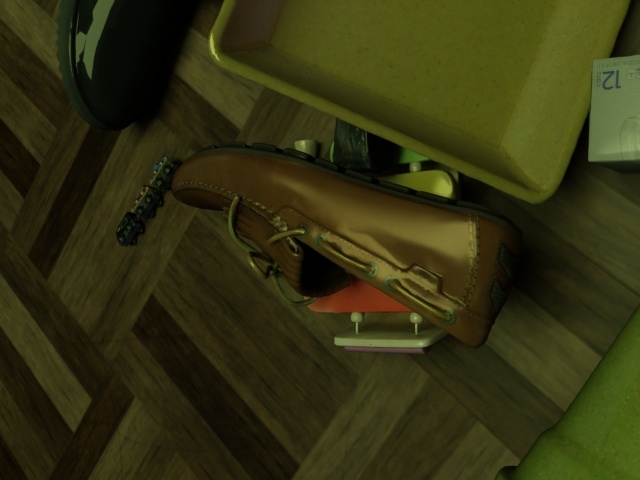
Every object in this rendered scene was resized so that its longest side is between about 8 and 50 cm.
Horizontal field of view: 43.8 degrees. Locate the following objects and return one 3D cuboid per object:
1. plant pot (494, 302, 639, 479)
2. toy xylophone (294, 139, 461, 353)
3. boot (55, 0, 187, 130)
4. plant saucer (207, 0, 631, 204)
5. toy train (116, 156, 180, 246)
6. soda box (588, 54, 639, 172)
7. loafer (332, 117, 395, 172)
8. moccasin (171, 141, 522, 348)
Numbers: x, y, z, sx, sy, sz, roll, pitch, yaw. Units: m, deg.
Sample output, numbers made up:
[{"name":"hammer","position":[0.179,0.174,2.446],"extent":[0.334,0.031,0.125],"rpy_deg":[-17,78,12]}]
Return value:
[{"name":"plant pot","position":[0.308,0.132,0.577],"extent":[0.276,0.276,0.253],"rpy_deg":[27,90,34]},{"name":"toy xylophone","position":[0.057,-0.035,0.857],"extent":[0.236,0.081,0.322],"rpy_deg":[-13,79,35]},{"name":"boot","position":[-0.115,-0.318,0.977],"extent":[0.445,0.146,0.366],"rpy_deg":[5,92,32]},{"name":"plant saucer","position":[0.108,-0.240,0.724],"extent":[0.333,0.081,0.332],"rpy_deg":[23,86,-9]},{"name":"toy train","position":[-0.241,-0.057,1.109],"extent":[0.158,0.027,0.036],"rpy_deg":[-52,50,22]},{"name":"soda box","position":[0.368,-0.104,0.628],"extent":[0.286,0.098,0.091],"rpy_deg":[2,88,35]},{"name":"loafer","position":[0.036,-0.151,0.794],"extent":[0.061,0.062,0.170],"rpy_deg":[-1,85,41]},{"name":"moccasin","position":[0.001,0.001,0.771],"extent":[0.380,0.139,0.146],"rpy_deg":[20,90,26]}]
